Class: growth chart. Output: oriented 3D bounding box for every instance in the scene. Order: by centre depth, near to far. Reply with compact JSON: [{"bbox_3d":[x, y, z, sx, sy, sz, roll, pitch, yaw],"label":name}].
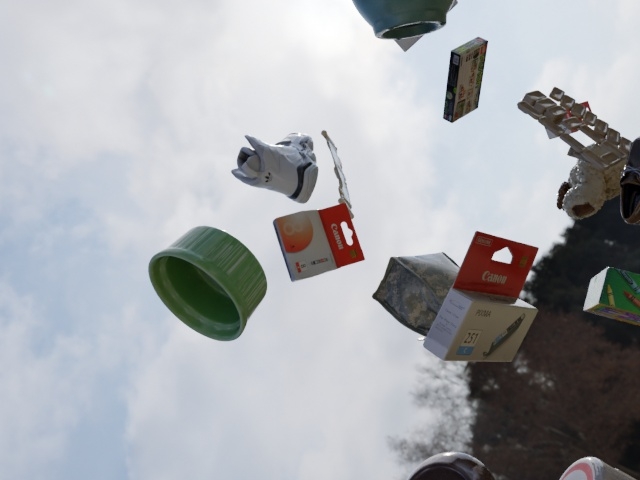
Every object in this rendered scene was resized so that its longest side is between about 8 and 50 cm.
[{"bbox_3d":[0.048,-0.170,1.938,0.172,0.021,0.237,54,-159,-65],"label":"growth chart"}]

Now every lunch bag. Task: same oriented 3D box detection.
[{"bbox_3d":[0.325,0.170,1.975,0.235,0.287,0.168,-4,-55,-45],"label":"lunch bag"}]

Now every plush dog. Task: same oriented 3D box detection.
[{"bbox_3d":[0.699,-0.168,1.881,0.225,0.263,0.210,67,-174,-79],"label":"plush dog"}]

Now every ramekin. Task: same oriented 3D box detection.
[{"bbox_3d":[-0.286,0.105,1.967,0.148,0.303,0.303,-50,-29,-37],"label":"ramekin"}]

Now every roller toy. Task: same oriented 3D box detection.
[{"bbox_3d":[0.583,0.570,1.596,0.209,0.146,0.191,-59,2,23],"label":"roller toy"}]

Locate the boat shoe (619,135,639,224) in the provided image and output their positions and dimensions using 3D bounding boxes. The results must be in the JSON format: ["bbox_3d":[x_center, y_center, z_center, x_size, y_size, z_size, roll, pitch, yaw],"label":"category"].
[{"bbox_3d":[0.642,-0.123,1.514,0.066,0.066,0.183,1,-89,-44],"label":"boat shoe"}]

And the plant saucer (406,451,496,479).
[{"bbox_3d":[0.289,0.653,1.777,0.050,0.311,0.310,30,-98,-37],"label":"plant saucer"}]

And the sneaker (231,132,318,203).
[{"bbox_3d":[-0.131,-0.234,2.094,0.366,0.210,0.137,-106,36,-62],"label":"sneaker"}]

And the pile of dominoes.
[{"bbox_3d":[0.545,-0.237,1.617,0.196,0.251,0.040,-22,-32,-42],"label":"pile of dominoes"}]

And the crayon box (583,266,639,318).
[{"bbox_3d":[0.672,0.129,1.611,0.278,0.165,0.081,34,-109,-75],"label":"crayon box"}]

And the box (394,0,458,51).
[{"bbox_3d":[0.294,-0.746,2.337,0.215,0.168,0.345,-40,12,23],"label":"box"}]

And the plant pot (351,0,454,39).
[{"bbox_3d":[0.200,-0.591,1.779,0.293,0.293,0.196,-14,-83,-61],"label":"plant pot"}]

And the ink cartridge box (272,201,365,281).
[{"bbox_3d":[0.000,0.000,1.653,0.179,0.145,0.045,-17,-8,-13],"label":"ink cartridge box"}]

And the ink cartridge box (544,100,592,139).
[{"bbox_3d":[0.590,-0.287,1.790,0.029,0.115,0.062,-37,-74,-40],"label":"ink cartridge box"}]

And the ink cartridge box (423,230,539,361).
[{"bbox_3d":[0.366,0.127,1.575,0.296,0.066,0.261,10,-73,-49],"label":"ink cartridge box"}]

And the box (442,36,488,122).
[{"bbox_3d":[0.385,-0.425,1.996,0.114,0.036,0.207,-32,-39,-30],"label":"box"}]
